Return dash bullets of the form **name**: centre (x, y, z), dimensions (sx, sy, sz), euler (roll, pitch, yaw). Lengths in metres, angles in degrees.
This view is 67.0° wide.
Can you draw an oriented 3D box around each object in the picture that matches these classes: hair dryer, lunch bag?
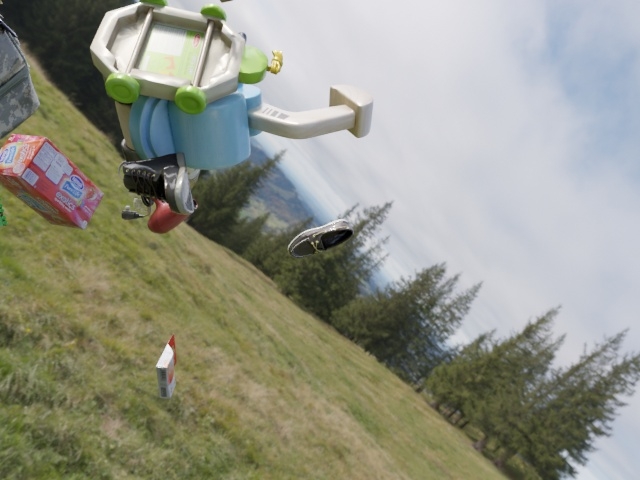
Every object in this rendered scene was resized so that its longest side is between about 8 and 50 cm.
- **hair dryer**: centre (-0.537, -0.128, 1.571), dimensions (0.294, 0.223, 0.080), euler (15, 28, 11)
- **lunch bag**: centre (-0.733, -0.355, 0.920), dimensions (0.305, 0.212, 0.256), euler (21, -37, 5)

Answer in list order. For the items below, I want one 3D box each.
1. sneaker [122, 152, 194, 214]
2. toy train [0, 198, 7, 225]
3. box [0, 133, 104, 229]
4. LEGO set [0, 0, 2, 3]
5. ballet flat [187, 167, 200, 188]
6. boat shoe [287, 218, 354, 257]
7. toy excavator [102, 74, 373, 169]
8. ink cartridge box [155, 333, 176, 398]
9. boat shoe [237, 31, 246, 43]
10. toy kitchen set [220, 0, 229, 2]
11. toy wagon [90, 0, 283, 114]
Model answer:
- **sneaker**: centre (-0.299, -0.096, 0.882), dimensions (0.222, 0.118, 0.083), euler (-125, -153, -61)
- **toy train**: centre (-0.748, -0.072, 1.119), dimensions (0.017, 0.024, 0.083), euler (2, -74, 43)
- **box**: centre (-0.719, -0.149, 1.284), dimensions (0.123, 0.128, 0.256), euler (9, -26, 18)
- **LEGO set**: centre (-0.266, -0.193, 0.350), dimensions (0.083, 0.054, 0.023), euler (49, 19, -15)
- **ballet flat**: centre (-0.400, -0.261, 1.370), dimensions (0.123, 0.123, 0.348), euler (47, -18, 37)
- **boat shoe**: centre (0.000, 0.000, 1.604), dimensions (0.081, 0.228, 0.068), euler (67, -7, -29)
- **toy excavator**: centre (-0.166, -0.267, 1.064), dimensions (0.445, 0.433, 0.222), euler (27, -45, 26)
- **ink cartridge box**: centre (-0.523, 0.440, 1.702), dimensions (0.045, 0.145, 0.179), euler (6, 28, 3)
- **boat shoe**: centre (-0.350, -0.758, 1.968), dimensions (0.065, 0.183, 0.083), euler (28, 49, -20)
- **toy kitchen set**: centre (-0.174, -0.512, 0.913), dimensions (0.075, 0.068, 0.083), euler (9, -21, 34)
- **toy wagon**: centre (-0.246, -0.353, 0.931), dimensions (0.345, 0.267, 0.068), euler (9, -32, -9)
